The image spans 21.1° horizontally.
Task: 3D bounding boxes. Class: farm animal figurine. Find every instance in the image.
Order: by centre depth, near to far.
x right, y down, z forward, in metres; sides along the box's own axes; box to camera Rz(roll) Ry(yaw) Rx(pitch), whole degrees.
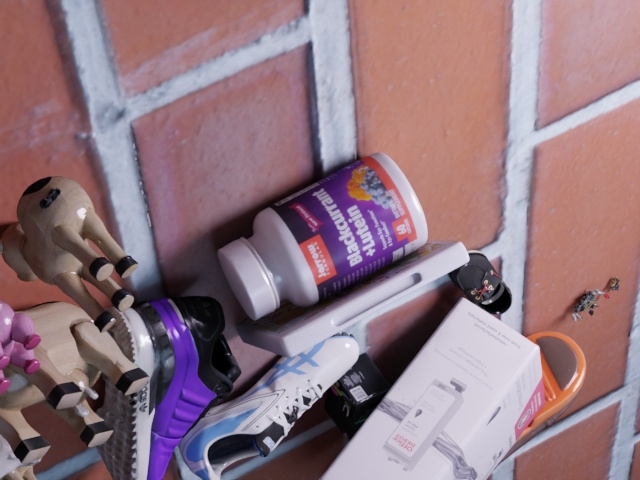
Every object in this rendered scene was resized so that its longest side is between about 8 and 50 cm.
[{"bbox_3d":[-0.282,0.090,1.533,0.330,0.172,0.327,-48,159,5],"label":"farm animal figurine"}]

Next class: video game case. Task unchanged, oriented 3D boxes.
[{"bbox_3d":[0.027,0.055,1.758,0.206,0.026,0.227,-28,-174,-12],"label":"video game case"}]

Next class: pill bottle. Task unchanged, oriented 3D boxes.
[{"bbox_3d":[0.000,0.000,1.709,0.193,0.108,0.108,-28,147,-12],"label":"pill bottle"}]

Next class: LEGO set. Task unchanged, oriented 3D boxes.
[{"bbox_3d":[0.350,0.073,2.212,0.083,0.023,0.054,-30,152,-34],"label":"LEGO set"}]

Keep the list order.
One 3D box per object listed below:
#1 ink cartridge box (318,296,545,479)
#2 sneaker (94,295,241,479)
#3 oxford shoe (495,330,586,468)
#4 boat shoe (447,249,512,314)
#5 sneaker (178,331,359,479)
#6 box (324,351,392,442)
[{"bbox_3d":[0.137,0.238,2.040,0.283,0.117,0.207,-51,158,-14],"label":"ink cartridge box"},{"bbox_3d":[-0.151,0.165,1.790,0.146,0.102,0.293,-18,144,-26],"label":"sneaker"},{"bbox_3d":[0.189,0.262,2.211,0.363,0.130,0.133,-30,155,-6],"label":"oxford shoe"},{"bbox_3d":[0.188,0.049,2.010,0.049,0.042,0.133,-39,146,8],"label":"boat shoe"},{"bbox_3d":[-0.049,0.190,1.933,0.237,0.086,0.085,-35,146,-3],"label":"sneaker"},{"bbox_3d":[0.044,0.187,2.033,0.052,0.062,0.083,-22,145,-23],"label":"box"}]
